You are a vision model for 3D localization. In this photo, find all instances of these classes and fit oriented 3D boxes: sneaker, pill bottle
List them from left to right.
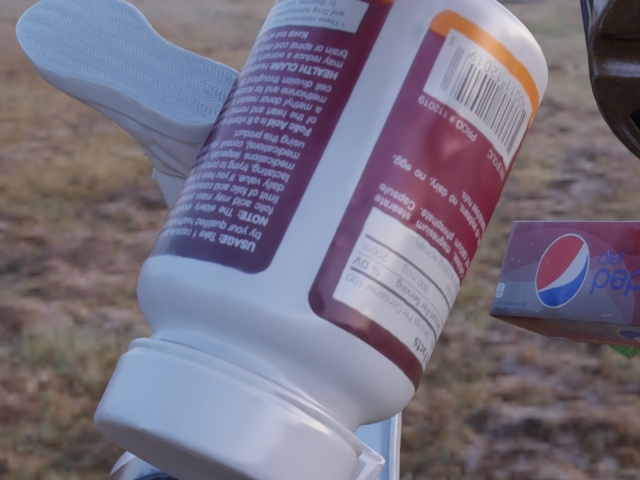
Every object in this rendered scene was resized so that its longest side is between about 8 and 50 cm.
[{"bbox_3d":[-0.152,-0.101,1.452,0.108,0.169,0.292,-37,47,-21],"label":"sneaker"},{"bbox_3d":[0.000,0.000,1.243,0.224,0.392,0.224,23,-17,7],"label":"pill bottle"}]

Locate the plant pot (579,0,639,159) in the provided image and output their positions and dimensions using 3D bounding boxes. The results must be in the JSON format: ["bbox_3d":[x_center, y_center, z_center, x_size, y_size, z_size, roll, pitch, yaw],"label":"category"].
[{"bbox_3d":[0.163,-0.114,0.619,0.167,0.167,0.165,-1,44,10],"label":"plant pot"}]

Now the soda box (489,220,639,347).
[{"bbox_3d":[0.256,0.037,1.358,0.083,0.092,0.263,22,-10,-30],"label":"soda box"}]

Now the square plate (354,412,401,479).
[{"bbox_3d":[-0.037,0.334,1.779,0.344,0.049,0.347,-35,29,26],"label":"square plate"}]

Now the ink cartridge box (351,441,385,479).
[{"bbox_3d":[-0.073,0.296,1.469,0.066,0.296,0.261,35,-11,-7],"label":"ink cartridge box"}]

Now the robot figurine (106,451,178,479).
[{"bbox_3d":[-0.153,0.305,1.735,0.209,0.174,0.278,-30,11,5],"label":"robot figurine"}]

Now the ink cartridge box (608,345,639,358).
[{"bbox_3d":[0.363,0.044,1.857,0.109,0.062,0.209,33,39,28],"label":"ink cartridge box"}]
